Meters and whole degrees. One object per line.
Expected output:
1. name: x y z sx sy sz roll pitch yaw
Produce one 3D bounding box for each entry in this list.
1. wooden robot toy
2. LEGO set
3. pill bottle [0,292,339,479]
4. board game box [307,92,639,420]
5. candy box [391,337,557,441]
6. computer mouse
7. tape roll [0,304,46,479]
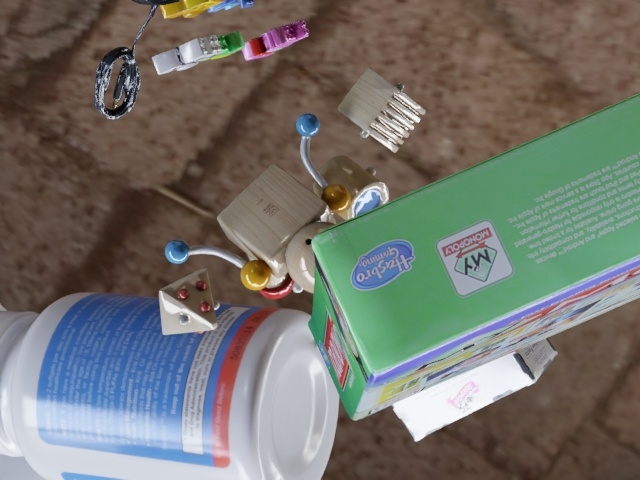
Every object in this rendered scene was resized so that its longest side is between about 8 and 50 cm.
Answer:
1. wooden robot toy: 0.000 0.000 0.954 0.173 0.079 0.076 -44 141 -10
2. LEGO set: -0.087 -0.235 1.969 0.227 0.093 0.087 -22 91 -61
3. pill bottle: -0.111 0.095 1.173 0.124 0.221 0.124 4 90 -65
4. board game box: 0.148 -0.028 0.633 0.317 0.213 0.046 -23 83 -4
5. candy box: 0.113 0.080 1.917 0.196 0.165 0.070 56 35 -5
6. computer mouse: -0.176 -0.227 1.899 0.071 0.041 0.242 -1 127 -44
7. tape roll: -0.277 0.192 1.780 0.100 0.286 0.286 -31 110 -3
